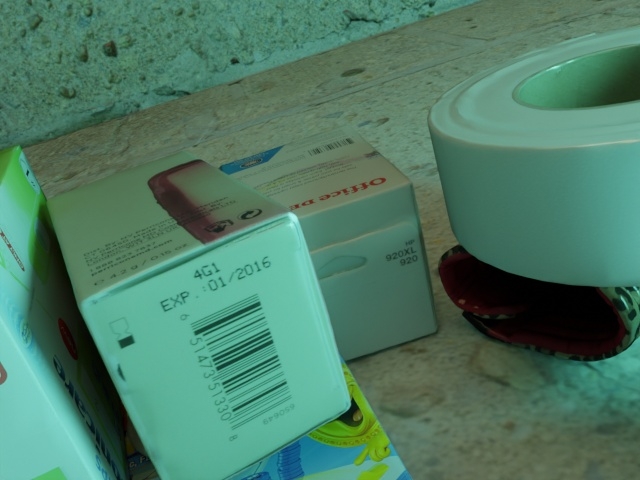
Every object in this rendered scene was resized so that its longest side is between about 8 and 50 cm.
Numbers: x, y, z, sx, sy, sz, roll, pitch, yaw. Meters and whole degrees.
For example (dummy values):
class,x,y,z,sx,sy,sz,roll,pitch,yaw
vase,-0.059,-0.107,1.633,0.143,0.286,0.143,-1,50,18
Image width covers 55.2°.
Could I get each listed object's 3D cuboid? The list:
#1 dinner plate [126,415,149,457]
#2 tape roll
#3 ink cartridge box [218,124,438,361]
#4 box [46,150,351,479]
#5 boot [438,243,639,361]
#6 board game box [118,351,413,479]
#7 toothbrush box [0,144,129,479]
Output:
class,x,y,z,sx,sy,sz,roll,pitch,yaw
dinner plate,-0.085,0.112,0.477,0.141,0.017,0.141,-13,25,6
tape roll,0.229,-0.082,0.466,0.286,0.100,0.286,-16,24,7
ink cartridge box,0.000,0.000,0.669,0.171,0.168,0.233,-18,26,-4
box,-0.098,0.038,0.440,0.126,0.149,0.232,-25,26,-19
boot,0.228,-0.031,0.642,0.284,0.138,0.377,-32,35,-29
board game box,-0.090,0.207,0.411,0.308,0.086,0.302,-21,26,-8
toothbrush box,-0.233,0.073,0.428,0.122,0.206,0.283,-22,25,-12
